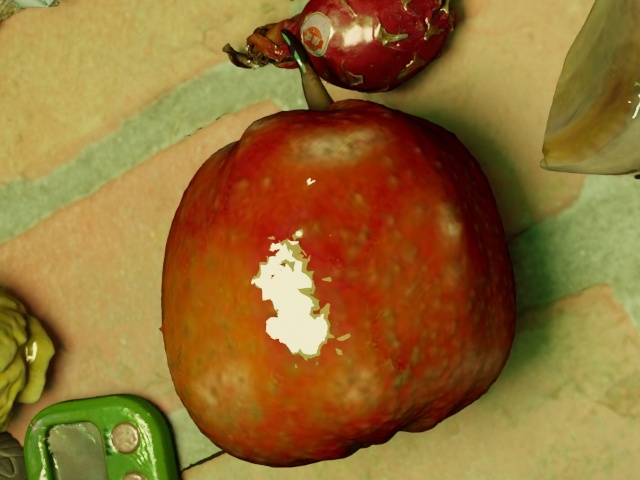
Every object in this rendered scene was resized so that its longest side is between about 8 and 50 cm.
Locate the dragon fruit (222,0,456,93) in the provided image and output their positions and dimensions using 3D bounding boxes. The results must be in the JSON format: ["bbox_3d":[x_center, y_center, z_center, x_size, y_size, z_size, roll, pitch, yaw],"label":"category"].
[{"bbox_3d":[0.006,-0.146,1.341,0.190,0.094,0.094,-10,91,29],"label":"dragon fruit"}]

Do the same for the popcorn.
[{"bbox_3d":[-0.325,0.088,1.466,0.195,0.168,0.173,37,146,26],"label":"popcorn"}]

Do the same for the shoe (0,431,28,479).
[{"bbox_3d":[-0.320,0.196,1.526,0.169,0.071,0.099,28,108,22],"label":"shoe"}]

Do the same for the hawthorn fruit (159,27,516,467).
[{"bbox_3d":[0.000,0.000,1.274,0.254,0.254,0.300,-18,85,24],"label":"hawthorn fruit"}]

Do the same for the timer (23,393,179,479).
[{"bbox_3d":[-0.175,0.194,1.473,0.128,0.047,0.140,-9,92,22],"label":"timer"}]

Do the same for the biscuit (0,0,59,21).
[{"bbox_3d":[-0.357,-0.184,1.496,0.309,0.079,0.186,-33,80,21],"label":"biscuit"}]

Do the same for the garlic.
[{"bbox_3d":[0.225,-0.123,1.252,0.101,0.087,0.195,27,108,32],"label":"garlic"}]
